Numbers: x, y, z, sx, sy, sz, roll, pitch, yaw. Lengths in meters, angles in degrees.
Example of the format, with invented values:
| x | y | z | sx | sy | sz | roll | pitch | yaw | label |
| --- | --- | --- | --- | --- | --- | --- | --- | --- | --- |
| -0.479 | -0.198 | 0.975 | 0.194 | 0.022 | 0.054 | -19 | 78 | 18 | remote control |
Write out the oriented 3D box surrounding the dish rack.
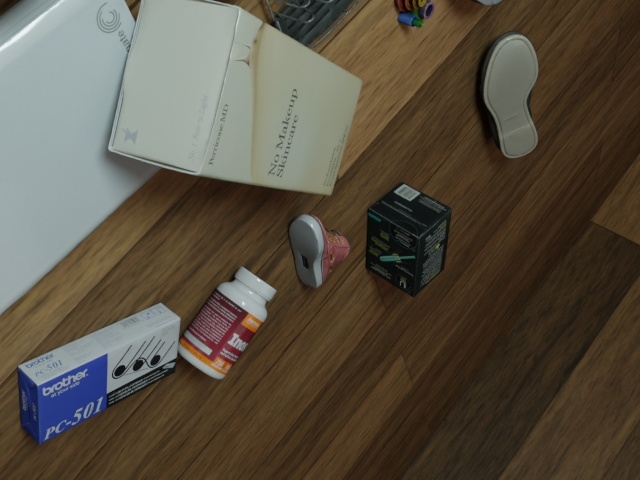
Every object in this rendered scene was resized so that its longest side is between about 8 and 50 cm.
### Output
| x | y | z | sx | sy | sz | roll | pitch | yaw | label |
| --- | --- | --- | --- | --- | --- | --- | --- | --- | --- |
| 0.003 | -0.346 | 0.820 | 0.208 | 0.074 | 0.271 | -48 | 150 | -16 | dish rack |

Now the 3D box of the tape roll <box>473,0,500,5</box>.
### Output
| x | y | z | sx | sy | sz | roll | pitch | yaw | label |
| --- | --- | --- | --- | --- | --- | --- | --- | --- | --- |
| 0.262 | -0.475 | 1.094 | 0.219 | 0.072 | 0.219 | -38 | 145 | -33 | tape roll |

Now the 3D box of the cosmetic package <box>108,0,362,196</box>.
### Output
| x | y | z | sx | sy | sz | roll | pitch | yaw | label |
| --- | --- | --- | --- | --- | --- | --- | --- | --- | --- |
| -0.074 | -0.144 | 0.791 | 0.309 | 0.113 | 0.160 | -3 | 109 | -67 | cosmetic package |

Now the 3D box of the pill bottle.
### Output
| x | y | z | sx | sy | sz | roll | pitch | yaw | label |
| --- | --- | --- | --- | --- | --- | --- | --- | --- | --- |
| -0.132 | 0.116 | 1.043 | 0.152 | 0.086 | 0.086 | -55 | 151 | -5 | pill bottle |

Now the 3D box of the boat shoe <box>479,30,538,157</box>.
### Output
| x | y | z | sx | sy | sz | roll | pitch | yaw | label |
| --- | --- | --- | --- | --- | --- | --- | --- | --- | --- |
| 0.365 | -0.295 | 1.429 | 0.112 | 0.096 | 0.335 | -20 | 144 | 6 | boat shoe |

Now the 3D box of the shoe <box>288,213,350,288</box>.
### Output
| x | y | z | sx | sy | sz | roll | pitch | yaw | label |
| --- | --- | --- | --- | --- | --- | --- | --- | --- | --- |
| 0.000 | 0.000 | 1.165 | 0.081 | 0.063 | 0.178 | -44 | 154 | -26 | shoe |

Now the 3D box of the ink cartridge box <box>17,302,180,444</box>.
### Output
| x | y | z | sx | sy | sz | roll | pitch | yaw | label |
| --- | --- | --- | --- | --- | --- | --- | --- | --- | --- |
| -0.273 | 0.162 | 0.913 | 0.207 | 0.046 | 0.097 | -24 | 135 | -45 | ink cartridge box |

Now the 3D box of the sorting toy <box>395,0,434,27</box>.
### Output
| x | y | z | sx | sy | sz | roll | pitch | yaw | label |
| --- | --- | --- | --- | --- | --- | --- | --- | --- | --- |
| 0.146 | -0.346 | 1.070 | 0.102 | 0.042 | 0.061 | 7 | 112 | -59 | sorting toy |

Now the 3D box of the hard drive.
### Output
| x | y | z | sx | sy | sz | roll | pitch | yaw | label |
| --- | --- | --- | --- | --- | --- | --- | --- | --- | --- |
| -0.290 | -0.062 | 0.670 | 0.353 | 0.047 | 0.233 | -48 | 150 | -19 | hard drive |

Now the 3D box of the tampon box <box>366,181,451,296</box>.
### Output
| x | y | z | sx | sy | sz | roll | pitch | yaw | label |
| --- | --- | --- | --- | --- | --- | --- | --- | --- | --- |
| 0.162 | -0.001 | 1.345 | 0.101 | 0.120 | 0.161 | -38 | 146 | -30 | tampon box |
